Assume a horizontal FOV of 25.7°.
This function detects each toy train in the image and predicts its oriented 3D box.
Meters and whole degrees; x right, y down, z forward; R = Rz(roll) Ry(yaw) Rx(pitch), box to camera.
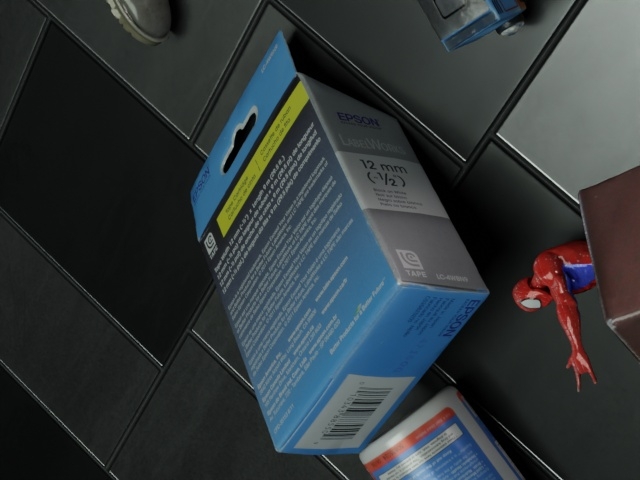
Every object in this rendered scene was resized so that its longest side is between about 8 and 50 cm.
[{"bbox_3d":[0.117,-0.259,1.236,0.080,0.105,0.184,-28,91,38],"label":"toy train"}]

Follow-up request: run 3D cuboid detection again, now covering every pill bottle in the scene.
[{"bbox_3d":[0.149,0.267,1.405,0.124,0.124,0.221,-42,81,38],"label":"pill bottle"}]

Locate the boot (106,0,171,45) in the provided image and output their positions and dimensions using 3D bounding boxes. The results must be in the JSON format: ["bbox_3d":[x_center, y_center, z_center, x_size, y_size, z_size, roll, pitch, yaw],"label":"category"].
[{"bbox_3d":[-0.141,-0.319,1.424,0.208,0.076,0.189,-21,97,31],"label":"boot"}]

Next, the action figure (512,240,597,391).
[{"bbox_3d":[0.294,0.034,1.233,0.280,0.091,0.139,-25,83,38],"label":"action figure"}]

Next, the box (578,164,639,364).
[{"bbox_3d":[0.403,-0.012,1.008,0.381,0.143,0.191,-25,137,22],"label":"box"}]

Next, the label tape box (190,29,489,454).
[{"bbox_3d":[0.000,0.000,1.392,0.249,0.115,0.347,-57,40,35],"label":"label tape box"}]
